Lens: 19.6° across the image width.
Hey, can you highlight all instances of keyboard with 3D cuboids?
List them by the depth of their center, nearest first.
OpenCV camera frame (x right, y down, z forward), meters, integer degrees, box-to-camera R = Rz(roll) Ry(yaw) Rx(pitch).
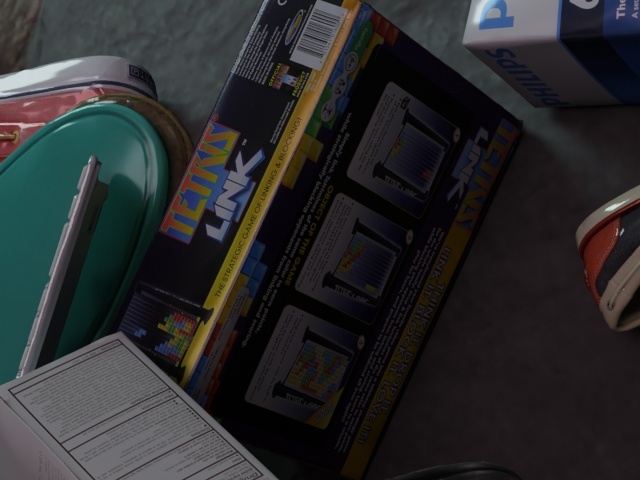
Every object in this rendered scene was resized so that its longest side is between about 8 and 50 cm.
[{"bbox_3d":[-0.123,0.091,0.695,0.014,0.072,0.256,17,89,-2],"label":"keyboard"}]

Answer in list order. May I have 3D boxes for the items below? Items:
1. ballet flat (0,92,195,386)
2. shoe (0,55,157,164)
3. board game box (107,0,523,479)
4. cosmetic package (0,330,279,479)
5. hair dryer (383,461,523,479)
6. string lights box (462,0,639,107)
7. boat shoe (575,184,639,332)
[{"bbox_3d":[-0.140,0.099,0.802,0.116,0.124,0.342,29,90,30],"label":"ballet flat"},{"bbox_3d":[-0.160,-0.031,0.897,0.178,0.063,0.081,-11,63,25],"label":"shoe"},{"bbox_3d":[0.000,0.000,0.737,0.048,0.141,0.170,23,87,34],"label":"board game box"},{"bbox_3d":[-0.066,0.157,0.687,0.099,0.060,0.239,41,141,36],"label":"cosmetic package"},{"bbox_3d":[0.006,0.233,0.647,0.293,0.080,0.223,-40,88,3],"label":"hair dryer"},{"bbox_3d":[0.191,-0.128,0.701,0.259,0.077,0.133,0,73,33],"label":"string lights box"},{"bbox_3d":[0.157,-0.015,0.698,0.137,0.049,0.043,-34,45,25],"label":"boat shoe"}]
